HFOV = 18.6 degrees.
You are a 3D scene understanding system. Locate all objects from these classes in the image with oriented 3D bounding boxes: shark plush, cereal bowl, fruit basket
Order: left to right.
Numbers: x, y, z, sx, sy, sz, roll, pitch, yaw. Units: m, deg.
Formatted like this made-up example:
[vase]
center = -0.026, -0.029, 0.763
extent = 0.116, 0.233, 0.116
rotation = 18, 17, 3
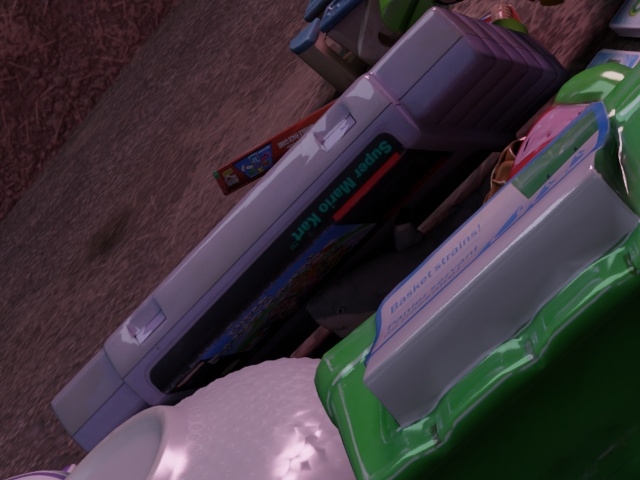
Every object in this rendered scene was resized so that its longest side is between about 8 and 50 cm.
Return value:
[cereal bowl]
center = -0.080, 0.193, 1.060
extent = 0.339, 0.141, 0.339
rotation = -44, 16, 16
[shark plush]
center = 0.067, 0.008, 1.216
extent = 0.161, 0.067, 0.073
rotation = -44, 16, 23
[fruit basket]
center = 0.120, 0.003, 0.877
extent = 0.327, 0.165, 0.353
rotation = -44, 19, 22

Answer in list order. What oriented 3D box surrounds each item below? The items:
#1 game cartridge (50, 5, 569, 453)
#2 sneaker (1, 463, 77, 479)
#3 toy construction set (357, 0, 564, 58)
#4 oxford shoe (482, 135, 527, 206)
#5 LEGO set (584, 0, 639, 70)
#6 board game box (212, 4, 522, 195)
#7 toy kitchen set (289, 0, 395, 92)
[game cartridge]
center = 0.000, 0.000, 1.261
extent = 0.355, 0.068, 0.230
rotation = -46, -10, 16
[sneaker]
center = -0.181, 0.191, 1.346
extent = 0.161, 0.102, 0.282
rotation = -54, 0, -36
[toy construction set]
center = 0.123, -0.237, 1.273
extent = 0.309, 0.257, 0.237
rotation = -48, 24, 32
[oxford shoe]
center = 0.119, -0.017, 1.121
extent = 0.212, 0.076, 0.076
rotation = -44, 18, 28
[LEGO set]
center = 0.224, -0.153, 1.183
extent = 0.182, 0.060, 0.244
rotation = -54, 15, -1
[board game box]
center = 0.033, -0.110, 1.575
extent = 0.145, 0.027, 0.281
rotation = -32, 4, -32
[toy kitchen set]
center = 0.049, -0.264, 1.817
extent = 0.207, 0.122, 0.166
rotation = -39, 18, 33
